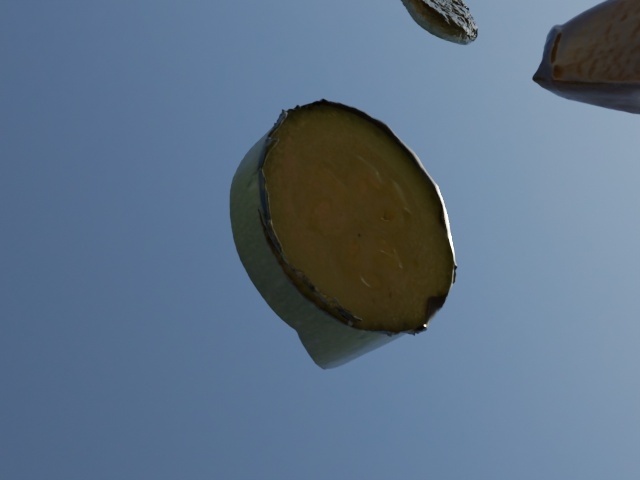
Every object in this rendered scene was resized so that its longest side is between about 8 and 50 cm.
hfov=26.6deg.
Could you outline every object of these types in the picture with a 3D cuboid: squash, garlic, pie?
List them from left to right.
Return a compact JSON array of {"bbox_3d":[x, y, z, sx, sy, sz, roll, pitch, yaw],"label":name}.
[{"bbox_3d":[0.000,-0.005,1.136,0.220,0.133,0.220,27,-129,-39],"label":"squash"},{"bbox_3d":[0.073,-0.159,0.901,0.085,0.017,0.085,31,-152,-19],"label":"pie"},{"bbox_3d":[0.334,-0.172,1.133,0.112,0.318,0.143,60,-152,-48],"label":"garlic"}]
